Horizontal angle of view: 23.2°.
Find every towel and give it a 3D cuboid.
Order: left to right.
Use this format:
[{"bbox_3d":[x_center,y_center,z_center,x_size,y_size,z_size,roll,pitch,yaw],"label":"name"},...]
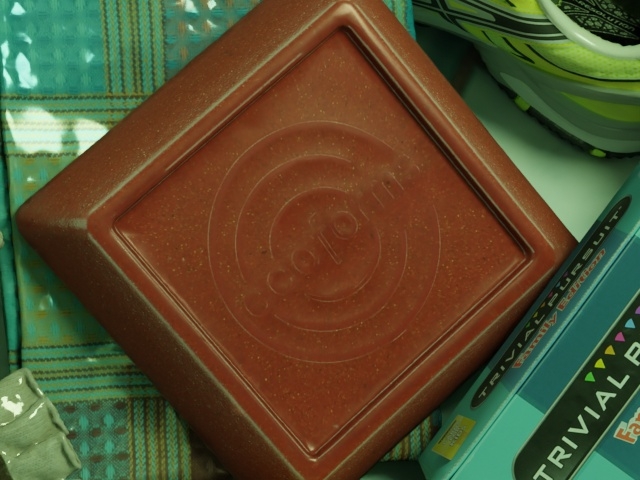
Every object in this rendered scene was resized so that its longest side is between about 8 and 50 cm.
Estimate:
[{"bbox_3d":[-0.065,-0.038,0.947,0.271,0.040,0.370,-5,89,-12],"label":"towel"}]

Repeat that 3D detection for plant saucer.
[{"bbox_3d":[0.000,0.000,0.920,0.258,0.048,0.259,-42,98,-10],"label":"plant saucer"}]

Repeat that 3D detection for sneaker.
[{"bbox_3d":[0.104,-0.210,1.040,0.384,0.147,0.145,30,70,1],"label":"sneaker"}]

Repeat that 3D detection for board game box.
[{"bbox_3d":[0.268,0.131,0.911,0.336,0.079,0.254,36,93,-7],"label":"board game box"}]

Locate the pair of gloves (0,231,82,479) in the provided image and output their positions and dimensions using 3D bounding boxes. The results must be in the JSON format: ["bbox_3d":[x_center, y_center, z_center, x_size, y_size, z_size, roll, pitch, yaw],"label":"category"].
[{"bbox_3d":[-0.255,0.081,0.861,0.204,0.042,0.240,-20,100,-11],"label":"pair of gloves"}]
